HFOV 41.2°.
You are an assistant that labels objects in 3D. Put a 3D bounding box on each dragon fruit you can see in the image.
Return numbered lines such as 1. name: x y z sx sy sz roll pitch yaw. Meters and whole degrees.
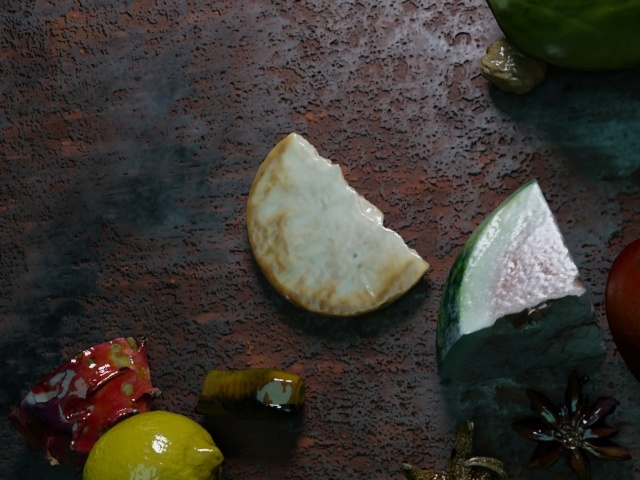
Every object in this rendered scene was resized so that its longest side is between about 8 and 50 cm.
1. dragon fruit: -0.368 0.279 1.346 0.274 0.126 0.161 -41 76 10

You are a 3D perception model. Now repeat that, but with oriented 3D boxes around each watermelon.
1. watermelon: 0.275 0.078 1.184 0.232 0.193 0.310 31 81 35

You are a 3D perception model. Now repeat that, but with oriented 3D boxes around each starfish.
1. starfish: 0.191 0.346 1.207 0.146 0.074 0.189 0 86 15

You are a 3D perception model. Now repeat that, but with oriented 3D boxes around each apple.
1. apple: 0.482 0.092 1.071 0.234 0.234 0.233 -1 86 16

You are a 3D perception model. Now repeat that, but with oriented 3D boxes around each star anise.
1. star anise: 0.346 0.266 1.178 0.168 0.057 0.167 -2 84 16

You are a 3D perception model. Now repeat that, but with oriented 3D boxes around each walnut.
1. walnut: 0.278 -0.251 1.223 0.096 0.082 0.079 28 68 22

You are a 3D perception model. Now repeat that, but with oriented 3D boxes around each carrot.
1. carrot: -0.109 0.233 1.299 0.173 0.082 0.082 0 86 16

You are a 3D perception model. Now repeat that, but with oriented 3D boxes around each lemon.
1. lemon: -0.252 0.351 1.277 0.244 0.187 0.186 -16 82 20

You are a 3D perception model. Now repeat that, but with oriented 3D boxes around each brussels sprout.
1. brussels sprout: 0.355 -0.379 1.124 0.344 0.268 0.344 10 65 -23

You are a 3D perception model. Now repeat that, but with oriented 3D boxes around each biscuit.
1. biscuit: 0.000 0.000 1.305 0.204 0.040 0.309 -46 75 8
